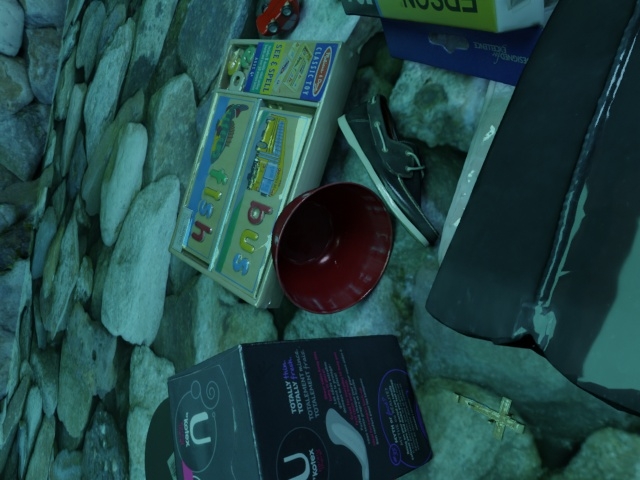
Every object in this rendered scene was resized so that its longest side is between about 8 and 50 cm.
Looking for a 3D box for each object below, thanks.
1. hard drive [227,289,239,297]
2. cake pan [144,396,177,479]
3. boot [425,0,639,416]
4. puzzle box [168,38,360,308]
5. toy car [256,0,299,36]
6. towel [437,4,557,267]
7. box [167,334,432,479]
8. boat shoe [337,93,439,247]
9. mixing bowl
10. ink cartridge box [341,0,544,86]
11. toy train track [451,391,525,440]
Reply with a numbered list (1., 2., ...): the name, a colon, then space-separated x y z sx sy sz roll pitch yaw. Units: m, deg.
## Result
1. hard drive: -0.105 -0.023 0.762 0.255 0.054 0.172 -40 58 30
2. cake pan: -0.257 0.430 0.822 0.293 0.054 0.293 -8 78 41
3. boot: 0.276 -0.098 0.228 0.367 0.146 0.445 24 92 61
4. puzzle box: -0.113 -0.124 0.708 0.272 0.052 0.408 22 97 38
5. toy car: -0.001 -0.459 0.747 0.225 0.053 0.239 37 108 39
6. towel: 0.284 -0.090 0.382 0.332 0.053 0.316 13 88 52
7. box: -0.016 0.210 0.493 0.143 0.270 0.165 -31 63 34
8. boat shoe: 0.102 -0.099 0.571 0.079 0.084 0.233 -30 66 14
9. mixing bowl: 0.000 0.000 0.594 0.098 0.182 0.181 28 102 55
10. ink cartridge box: 0.090 -0.308 0.439 0.072 0.307 0.303 -30 37 -8
11. toy train track: 0.188 0.197 0.485 0.083 0.014 0.048 15 93 43
